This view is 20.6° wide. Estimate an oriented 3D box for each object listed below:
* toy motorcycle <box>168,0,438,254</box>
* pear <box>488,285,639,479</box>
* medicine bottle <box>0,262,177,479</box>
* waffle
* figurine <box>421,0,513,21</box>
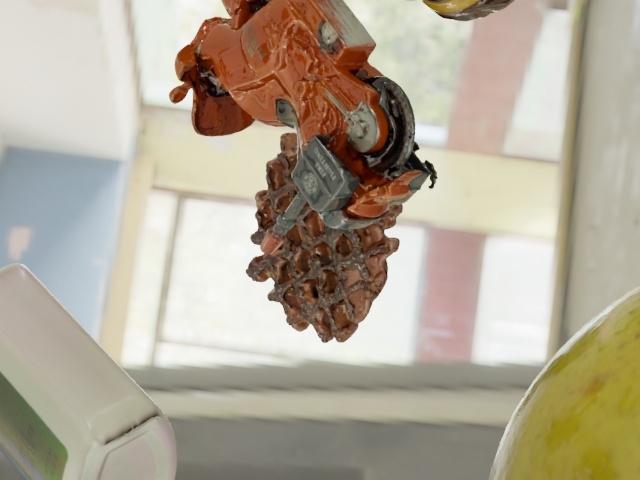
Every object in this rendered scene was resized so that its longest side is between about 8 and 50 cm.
[{"bbox_3d":[-0.027,-0.138,1.718,0.326,0.148,0.221,55,132,26],"label":"toy motorcycle"},{"bbox_3d":[0.301,0.196,1.236,0.418,0.362,0.362,-47,7,11],"label":"pear"},{"bbox_3d":[-0.177,0.084,1.075,0.219,0.078,0.115,41,146,33],"label":"medicine bottle"},{"bbox_3d":[0.000,0.000,2.019,0.055,0.221,0.234,-8,-58,-45],"label":"waffle"},{"bbox_3d":[0.098,-0.294,1.414,0.116,0.174,0.240,-1,-105,-57],"label":"figurine"}]
